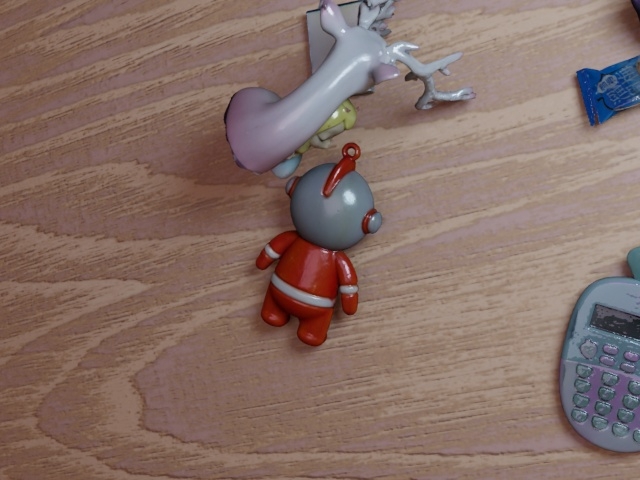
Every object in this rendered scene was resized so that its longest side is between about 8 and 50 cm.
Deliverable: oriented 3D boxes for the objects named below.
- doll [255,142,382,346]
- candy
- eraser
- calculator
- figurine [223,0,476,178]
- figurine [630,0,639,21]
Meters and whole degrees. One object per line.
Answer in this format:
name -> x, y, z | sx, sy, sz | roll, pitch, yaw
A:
doll -> 0.000, 0.000, 1.248 | 0.199, 0.105, 0.337 | 25, 109, 23
candy -> 0.439, -0.218, 1.081 | 0.136, 0.038, 0.088 | -14, 73, 16
eraser -> 0.033, -0.309, 1.260 | 0.103, 0.023, 0.151 | -5, 90, 22
calculator -> 0.442, 0.156, 1.087 | 0.185, 0.041, 0.299 | 15, 100, 22
figurine -> 0.038, -0.241, 1.122 | 0.315, 0.284, 0.206 | -27, 85, 27
figurine -> 0.512, -0.360, 1.005 | 0.222, 0.145, 0.145 | -39, 77, 15
